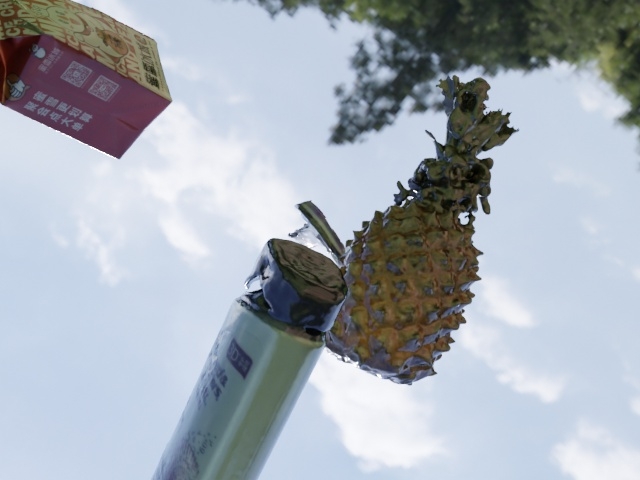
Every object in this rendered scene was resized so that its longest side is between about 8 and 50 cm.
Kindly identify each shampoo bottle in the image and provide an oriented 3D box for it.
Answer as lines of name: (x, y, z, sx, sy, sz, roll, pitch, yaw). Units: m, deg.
shampoo bottle: (-0.086, 0.165, 0.897, 0.078, 0.359, 0.134, 19, -161, -20)

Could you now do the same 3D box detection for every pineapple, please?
pineapple: (0.122, -0.016, 1.173, 0.175, 0.361, 0.175, 23, 175, 2)

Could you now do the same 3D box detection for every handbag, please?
handbag: (-0.381, -0.263, 1.505, 0.298, 0.151, 0.171, 25, -148, -40)

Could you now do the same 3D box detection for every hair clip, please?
hair clip: (0.000, -0.001, 1.340, 0.116, 0.049, 0.172, 50, 175, -12)
